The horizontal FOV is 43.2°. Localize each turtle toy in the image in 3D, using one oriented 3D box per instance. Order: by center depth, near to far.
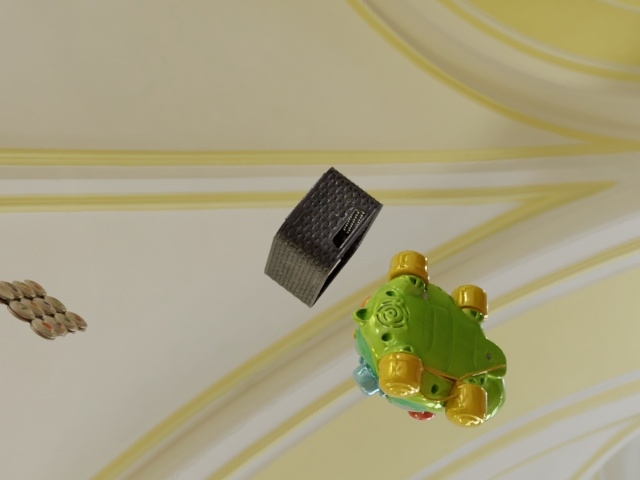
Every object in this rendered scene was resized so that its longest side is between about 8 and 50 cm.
[{"bbox_3d":[0.069,0.073,0.499,0.130,0.066,0.095,29,-131,-23],"label":"turtle toy"}]

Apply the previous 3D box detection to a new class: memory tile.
[{"bbox_3d":[-0.374,0.089,1.075,0.113,0.148,0.012,37,-88,3],"label":"memory tile"}]

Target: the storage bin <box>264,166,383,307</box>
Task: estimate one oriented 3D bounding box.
[{"bbox_3d":[0.000,0.000,1.055,0.084,0.180,0.122,37,-112,6],"label":"storage bin"}]
